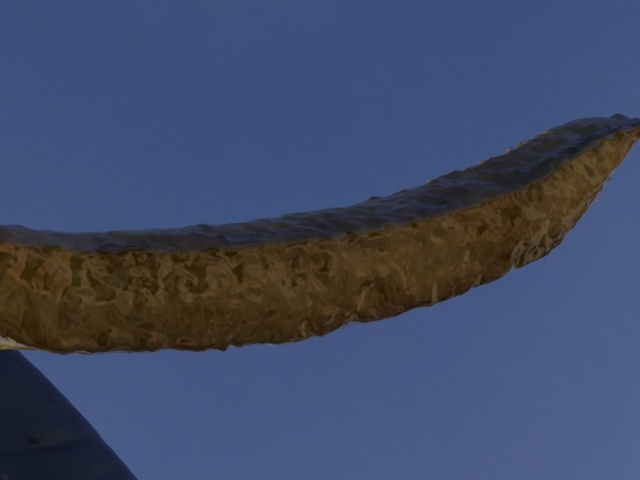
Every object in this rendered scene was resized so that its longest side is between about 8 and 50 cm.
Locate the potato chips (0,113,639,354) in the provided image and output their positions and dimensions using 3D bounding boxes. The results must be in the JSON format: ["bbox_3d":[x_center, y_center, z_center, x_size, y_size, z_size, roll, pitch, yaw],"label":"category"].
[{"bbox_3d":[0.000,0.000,0.739,0.407,0.057,0.080,-10,-85,-33],"label":"potato chips"}]

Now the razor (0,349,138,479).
[{"bbox_3d":[-0.223,0.166,1.032,0.204,0.349,0.113,-52,-25,18],"label":"razor"}]
